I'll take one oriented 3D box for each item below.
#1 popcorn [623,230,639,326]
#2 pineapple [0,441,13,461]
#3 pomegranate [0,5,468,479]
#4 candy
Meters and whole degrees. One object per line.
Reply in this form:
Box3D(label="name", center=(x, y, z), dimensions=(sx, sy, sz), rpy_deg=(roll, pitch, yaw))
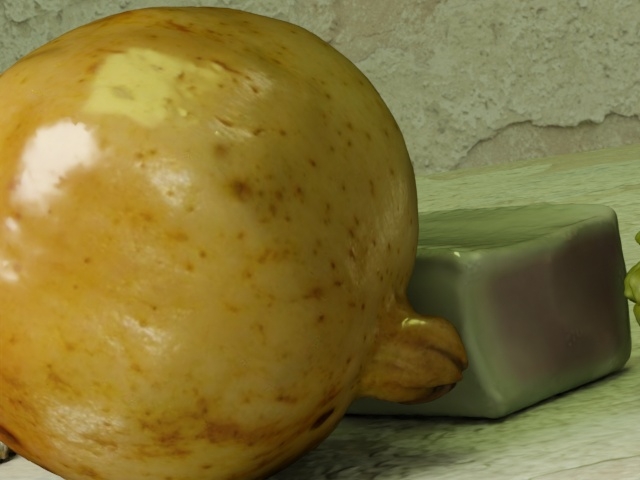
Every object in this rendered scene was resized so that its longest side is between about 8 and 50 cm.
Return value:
Box3D(label="popcorn", center=(0.320, 0.017, 1.447), dimensions=(0.198, 0.212, 0.198), rpy_deg=(-25, 31, 17))
Box3D(label="pineapple", center=(-0.368, 0.171, 1.681), dimensions=(0.233, 0.079, 0.135), rpy_deg=(-9, 7, -3))
Box3D(label="pomegranate", center=(-0.084, 0.019, 1.416), dimensions=(0.410, 0.410, 0.410), rpy_deg=(-10, 6, 1))
Box3D(label="candy", center=(0.072, 0.061, 1.652), dimensions=(0.359, 0.145, 0.208), rpy_deg=(-5, 9, 45))
